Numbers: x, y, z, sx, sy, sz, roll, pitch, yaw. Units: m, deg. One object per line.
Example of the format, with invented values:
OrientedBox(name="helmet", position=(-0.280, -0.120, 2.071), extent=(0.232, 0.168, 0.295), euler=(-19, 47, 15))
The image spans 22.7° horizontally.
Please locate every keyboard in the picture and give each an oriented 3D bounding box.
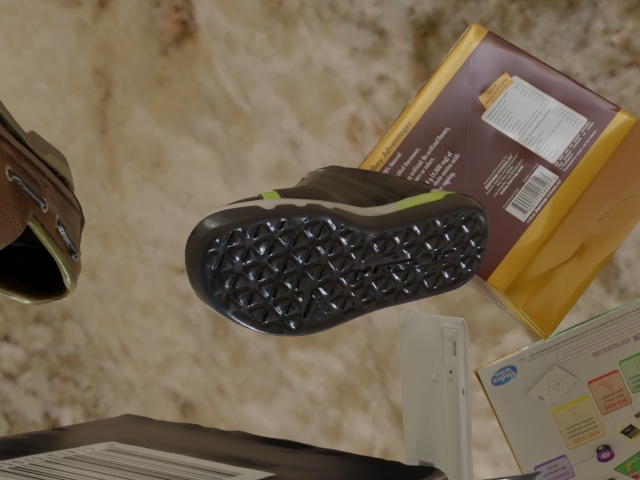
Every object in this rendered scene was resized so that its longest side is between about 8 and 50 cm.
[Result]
OrientedBox(name="keyboard", position=(0.089, 0.182, 1.208), extent=(0.072, 0.014, 0.256), euler=(6, 101, 55))

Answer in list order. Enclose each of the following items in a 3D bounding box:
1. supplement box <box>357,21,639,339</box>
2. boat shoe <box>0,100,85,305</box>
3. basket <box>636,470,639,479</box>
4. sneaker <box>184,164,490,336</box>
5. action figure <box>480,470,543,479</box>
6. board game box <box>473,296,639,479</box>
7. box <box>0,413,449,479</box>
OrientedBox(name="supplement box", position=(0.169, -0.054, 1.432), extent=(0.194, 0.191, 0.129), euler=(37, 178, 33))
OrientedBox(name="boat shoe", position=(-0.235, -0.029, 1.038), extent=(0.307, 0.111, 0.104), euler=(25, -135, -66))
OrientedBox(name="basket", position=(0.389, 0.249, 1.311), extent=(0.223, 0.299, 0.213), euler=(49, 127, 0))
OrientedBox(name="sneaker", position=(0.000, 0.000, 0.985), extent=(0.097, 0.235, 0.084), euler=(32, 115, 43))
OrientedBox(name="action figure", position=(0.150, 0.275, 1.423), extent=(0.099, 0.185, 0.285), euler=(65, 175, -7))
OrientedBox(name="board game box", position=(0.331, 0.228, 1.635), extent=(0.316, 0.242, 0.064), euler=(67, -168, 7))
OrientedBox(name="box", position=(-0.105, 0.299, 0.726), extent=(0.212, 0.293, 0.395), euler=(7, 94, 27))
